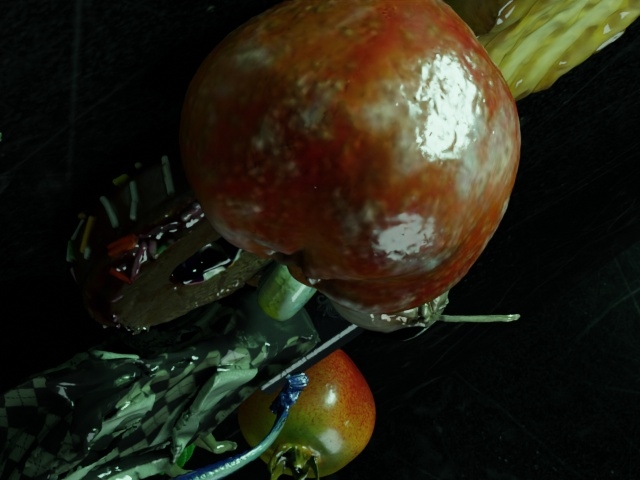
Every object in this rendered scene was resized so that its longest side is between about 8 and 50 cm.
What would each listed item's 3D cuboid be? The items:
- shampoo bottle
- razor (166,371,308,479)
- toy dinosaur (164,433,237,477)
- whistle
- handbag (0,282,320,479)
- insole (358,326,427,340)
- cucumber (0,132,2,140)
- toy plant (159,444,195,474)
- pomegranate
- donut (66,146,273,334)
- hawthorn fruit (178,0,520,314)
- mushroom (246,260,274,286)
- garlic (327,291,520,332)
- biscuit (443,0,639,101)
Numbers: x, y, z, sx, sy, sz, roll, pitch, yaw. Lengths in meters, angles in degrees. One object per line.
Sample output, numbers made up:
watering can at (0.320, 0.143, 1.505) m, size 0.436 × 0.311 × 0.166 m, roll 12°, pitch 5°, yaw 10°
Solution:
shampoo bottle at (0.023, 0.097, 1.865) m, size 0.309 × 0.098 × 0.071 m, roll -34°, pitch 159°, yaw 4°
razor at (-0.140, 0.263, 1.490) m, size 0.324 × 0.056 × 0.093 m, roll -31°, pitch 165°, yaw -29°
toy dinosaur at (-0.211, 0.255, 1.776) m, size 0.077 × 0.162 × 0.294 m, roll -58°, pitch 154°, yaw 15°
whistle at (0.000, 0.000, 1.370) m, size 0.198 × 0.057 × 0.104 m, roll -54°, pitch 173°, yaw 14°
handbag at (-0.221, 0.180, 1.457) m, size 0.316 × 0.180 × 0.416 m, roll -36°, pitch 170°, yaw 40°
insole at (0.083, 0.111, 1.901) m, size 0.109 × 0.007 × 0.322 m, roll -41°, pitch -163°, yaw -19°
cucumber at (-0.299, -0.038, 0.990) m, size 0.043 × 0.039 × 0.163 m, roll 17°, pitch 133°, yaw -36°
toy plant at (-0.248, 0.305, 1.983) m, size 0.154 × 0.088 × 0.240 m, roll -33°, pitch 163°, yaw 3°
pomegranate at (-0.028, 0.283, 2.059) m, size 0.221 × 0.221 × 0.257 m, roll -46°, pitch -162°, yaw 39°
donut at (-0.128, -0.012, 1.270) m, size 0.269 × 0.103 × 0.270 m, roll -32°, pitch 163°, yaw -11°
hawthorn fruit at (0.028, -0.076, 1.083) m, size 0.284 × 0.284 × 0.284 m, roll -30°, pitch 164°, yaw -10°
mushroom at (-0.050, -0.006, 1.452) m, size 0.109 × 0.085 × 0.126 m, roll -9°, pitch 128°, yaw -29°
garlic at (0.134, 0.025, 1.705) m, size 0.207 × 0.256 × 0.207 m, roll -23°, pitch 119°, yaw -49°
biscuit at (0.220, -0.240, 1.251) m, size 0.325 × 0.107 × 0.326 m, roll -28°, pitch 166°, yaw -8°
